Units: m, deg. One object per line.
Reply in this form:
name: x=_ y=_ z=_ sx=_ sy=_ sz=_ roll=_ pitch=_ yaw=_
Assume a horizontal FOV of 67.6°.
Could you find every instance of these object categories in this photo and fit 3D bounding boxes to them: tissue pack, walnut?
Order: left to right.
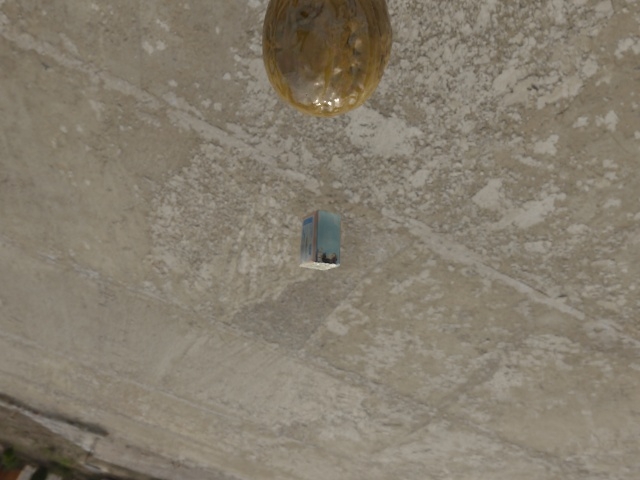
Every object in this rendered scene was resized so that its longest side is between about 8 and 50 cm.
tissue pack: x=0.000 y=0.000 z=0.832 sx=0.059 sy=0.094 sz=0.074 roll=9 pitch=167 yaw=-25
walnut: x=0.017 y=-0.449 z=1.070 sx=0.333 sy=0.332 sz=0.332 roll=9 pitch=139 yaw=8
